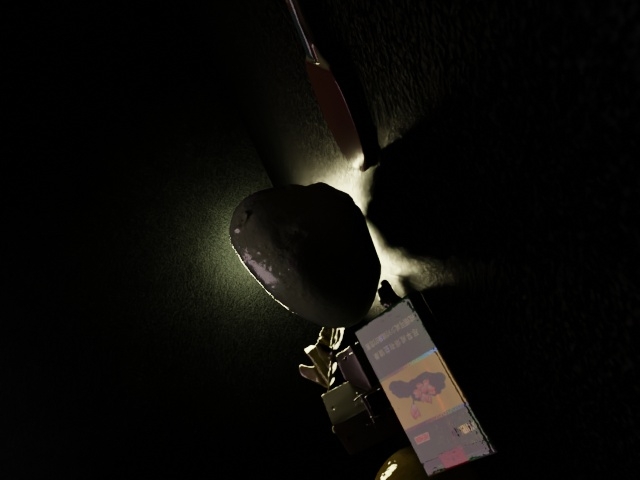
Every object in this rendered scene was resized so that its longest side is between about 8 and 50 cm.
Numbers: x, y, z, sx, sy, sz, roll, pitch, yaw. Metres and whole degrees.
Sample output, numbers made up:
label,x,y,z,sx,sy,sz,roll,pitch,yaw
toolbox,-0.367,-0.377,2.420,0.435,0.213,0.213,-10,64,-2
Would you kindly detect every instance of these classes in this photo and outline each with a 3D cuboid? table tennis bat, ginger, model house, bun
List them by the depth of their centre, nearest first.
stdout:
label,x,y,z,sx,sy,sz,roll,pitch,yaw
table tennis bat,0.005,-0.211,0.653,0.274,0.021,0.154,65,174,-30
bun,0.000,0.000,0.852,0.293,0.187,0.293,43,-165,-15
model house,0.108,0.311,1.031,0.204,0.212,0.243,61,176,18
ginger,0.063,0.420,1.498,0.358,0.211,0.413,61,-157,-14

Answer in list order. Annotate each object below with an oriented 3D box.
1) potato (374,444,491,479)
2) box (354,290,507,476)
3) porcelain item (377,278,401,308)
label,x,y,z,sx,sy,sz,roll,pitch,yaw
potato,0.251,0.486,0.758,0.398,0.289,0.296,25,-162,13
box,0.149,0.207,0.724,0.132,0.034,0.235,-44,64,37
porcelain item,0.145,0.156,0.823,0.081,0.069,0.215,65,-178,-62
